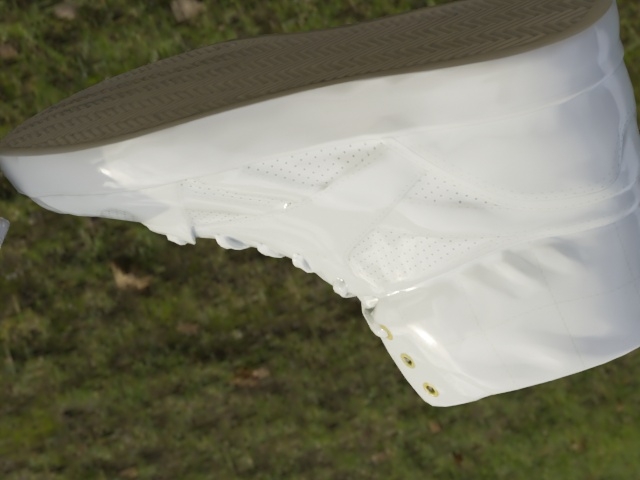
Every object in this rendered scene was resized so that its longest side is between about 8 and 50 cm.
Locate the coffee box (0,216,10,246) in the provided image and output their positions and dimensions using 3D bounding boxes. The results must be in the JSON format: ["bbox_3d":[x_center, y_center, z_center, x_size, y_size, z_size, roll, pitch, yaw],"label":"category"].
[{"bbox_3d":[-0.279,0.008,0.570,0.247,0.141,0.098,23,175,-19],"label":"coffee box"}]

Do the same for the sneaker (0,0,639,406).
[{"bbox_3d":[0.000,0.000,0.571,0.293,0.108,0.169,-3,121,32],"label":"sneaker"}]
